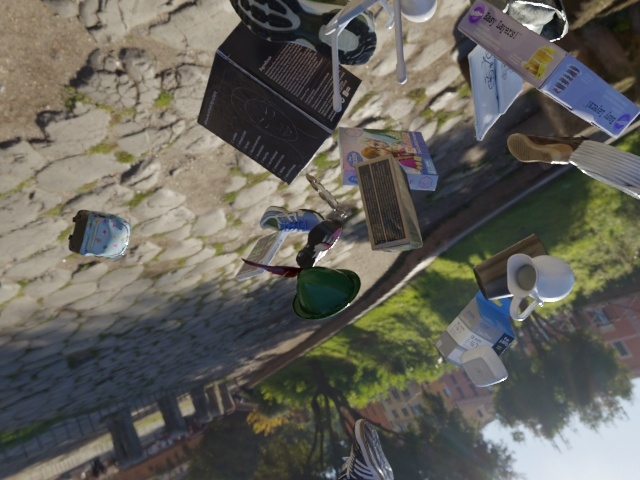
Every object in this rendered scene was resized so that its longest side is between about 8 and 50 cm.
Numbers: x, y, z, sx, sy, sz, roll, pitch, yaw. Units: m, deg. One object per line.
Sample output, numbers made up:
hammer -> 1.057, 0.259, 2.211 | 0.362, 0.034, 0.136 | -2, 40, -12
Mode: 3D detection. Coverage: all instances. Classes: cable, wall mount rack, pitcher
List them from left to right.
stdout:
wall mount rack -> 0.124, -0.431, 0.952 | 0.350, 0.130, 0.304 | -4, -130, 58
pitcher -> 0.585, 0.126, 1.280 | 0.207, 0.177, 0.125 | 4, -170, -37
cable -> 0.820, -0.195, 1.307 | 0.257, 0.257, 0.089 | -6, 127, -58

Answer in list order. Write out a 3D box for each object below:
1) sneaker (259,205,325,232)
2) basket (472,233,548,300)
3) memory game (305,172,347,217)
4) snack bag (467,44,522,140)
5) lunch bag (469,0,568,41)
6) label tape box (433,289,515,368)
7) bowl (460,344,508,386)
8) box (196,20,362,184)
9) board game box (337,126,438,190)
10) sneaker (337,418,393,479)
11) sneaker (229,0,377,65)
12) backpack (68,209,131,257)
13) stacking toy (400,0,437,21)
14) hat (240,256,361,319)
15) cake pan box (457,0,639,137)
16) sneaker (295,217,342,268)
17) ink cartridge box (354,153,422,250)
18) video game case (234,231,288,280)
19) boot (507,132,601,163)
sneaker -> -0.086, -0.051, 1.445 | 0.211, 0.080, 0.081 | 5, -147, 22
basket -> 0.659, 0.109, 1.641 | 0.227, 0.204, 0.154 | -20, -167, 7
memory game -> 0.016, -0.143, 1.495 | 0.012, 0.186, 0.186 | -43, 164, 12
snack bag -> 0.600, -0.562, 1.612 | 0.342, 0.037, 0.323 | -46, 134, -28
lunch bag -> 0.581, -0.709, 1.361 | 0.287, 0.235, 0.169 | -3, 164, -23
label tape box -> 0.661, 0.371, 1.939 | 0.241, 0.106, 0.333 | 29, 105, -29
bowl -> 0.577, 0.458, 1.705 | 0.053, 0.142, 0.142 | -22, 169, -45
box -> -0.178, -0.534, 1.846 | 0.297, 0.472, 0.480 | -63, -168, -25
board game box -> 0.226, -0.298, 1.690 | 0.318, 0.318, 0.065 | 2, 129, -4
sneaker -> 0.108, 0.651, 1.424 | 0.153, 0.282, 0.099 | -11, -154, 24
sneaker -> -0.040, -0.586, 1.200 | 0.158, 0.411, 0.182 | 120, -7, -49
backpack -> -0.766, -0.019, 1.689 | 0.145, 0.165, 0.188 | 12, 180, 24
stacking toy -> 0.204, -0.881, 1.454 | 0.351, 0.479, 0.350 | -28, 174, -3
hat -> -0.026, 0.069, 1.115 | 0.208, 0.183, 0.173 | -40, -147, -25
cake pan box -> 0.402, -0.301, 0.838 | 0.267, 0.245, 0.070 | 13, 128, -33
sneaker -> 0.000, 0.000, 1.257 | 0.178, 0.072, 0.077 | -46, 178, 35
ink cartridge box -> 0.159, -0.073, 1.076 | 0.088, 0.193, 0.235 | -12, 174, 17
video game case -> -0.194, 0.046, 1.552 | 0.190, 0.022, 0.173 | -19, -145, 55
boot -> 0.796, -0.323, 1.634 | 0.207, 0.248, 0.090 | -13, 120, -16
